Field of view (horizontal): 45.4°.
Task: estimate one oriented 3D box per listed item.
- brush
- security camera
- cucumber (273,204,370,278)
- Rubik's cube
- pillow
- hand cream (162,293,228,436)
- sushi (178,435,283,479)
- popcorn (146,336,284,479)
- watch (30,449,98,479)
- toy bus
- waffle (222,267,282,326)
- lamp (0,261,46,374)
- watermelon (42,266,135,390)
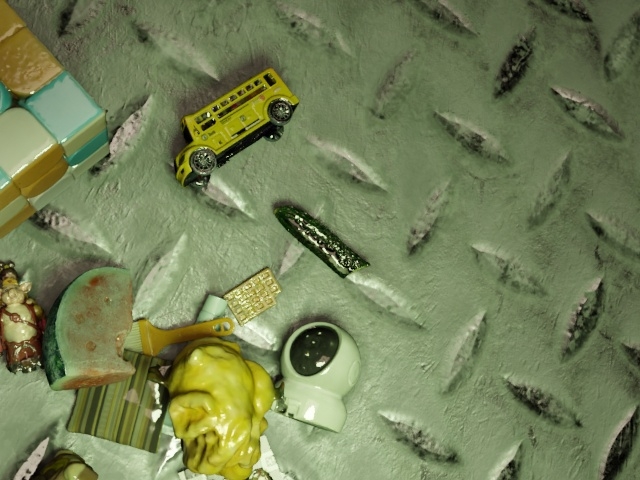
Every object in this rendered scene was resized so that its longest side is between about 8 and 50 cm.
[{"bbox_3d":[-0.326,0.216,1.739,0.272,0.013,0.103,-12,85,6],"label":"brush"},{"bbox_3d":[-0.003,0.306,1.759,0.194,0.194,0.236,23,75,-9],"label":"security camera"},{"bbox_3d":[0.000,0.000,1.856,0.265,0.077,0.077,42,76,-3],"label":"cucumber"},{"bbox_3d":[-0.681,-0.248,1.593,0.344,0.347,0.346,-42,92,-15],"label":"Rubik's cube"},{"bbox_3d":[-0.440,0.349,1.709,0.212,0.052,0.208,14,85,-1],"label":"pillow"},{"bbox_3d":[-0.296,0.285,1.764,0.085,0.058,0.331,24,83,-23],"label":"hand cream"},{"bbox_3d":[-0.189,0.574,1.748,0.215,0.050,0.192,-22,85,-10],"label":"sushi"},{"bbox_3d":[-0.209,0.350,1.629,0.280,0.316,0.297,-12,64,7],"label":"popcorn"},{"bbox_3d":[-0.534,0.662,1.565,0.335,0.314,0.327,-42,105,-25],"label":"watch"},{"bbox_3d":[-0.217,-0.262,1.806,0.331,0.145,0.151,-35,90,-17],"label":"toy bus"},{"bbox_3d":[-0.157,0.134,1.829,0.135,0.021,0.092,-31,89,-13],"label":"waffle"},{"bbox_3d":[-0.657,0.163,1.665,0.118,0.118,0.253,-10,86,-14],"label":"lamp"},{"bbox_3d":[-0.492,0.205,1.659,0.226,0.148,0.318,40,39,-17],"label":"watermelon"}]
